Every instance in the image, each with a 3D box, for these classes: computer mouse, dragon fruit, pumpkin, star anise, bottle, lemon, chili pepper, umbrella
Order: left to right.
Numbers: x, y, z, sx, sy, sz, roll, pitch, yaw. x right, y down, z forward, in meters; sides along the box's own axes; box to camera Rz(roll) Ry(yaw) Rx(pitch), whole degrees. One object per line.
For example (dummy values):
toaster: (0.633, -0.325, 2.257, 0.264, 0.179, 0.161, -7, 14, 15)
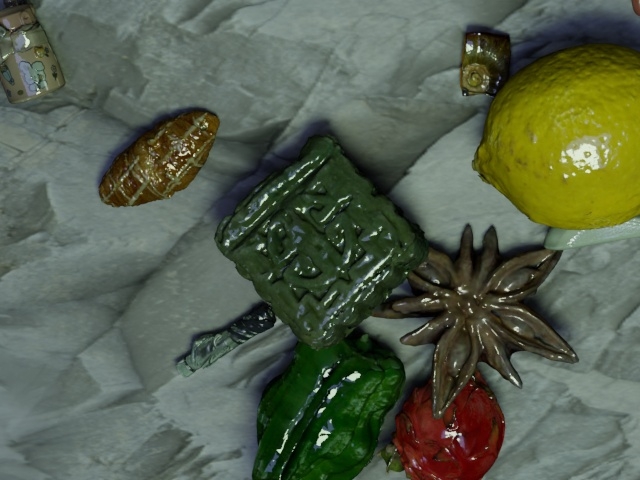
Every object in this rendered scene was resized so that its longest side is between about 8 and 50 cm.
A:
bottle: (-0.445, -0.285, 1.956, 0.099, 0.099, 0.152, -14, 106, 13)
umbrella: (-0.153, 0.157, 2.107, 0.188, 0.046, 0.050, -33, 89, 21)
chili pepper: (-0.020, 0.301, 2.071, 0.213, 0.167, 0.385, 12, 109, -43)
dragon fruit: (0.196, 0.298, 2.040, 0.172, 0.172, 0.209, 36, 111, -6)
star anise: (0.213, 0.103, 1.985, 0.349, 0.109, 0.292, -25, 66, -1)
pumpkin: (0.237, -0.251, 1.905, 0.073, 0.035, 0.101, 3, 108, -5)
lemon: (0.356, -0.140, 1.809, 0.310, 0.253, 0.254, -13, 108, 13)
computer mouse: (0.413, -0.026, 1.932, 0.181, 0.089, 0.056, -9, 102, 9)

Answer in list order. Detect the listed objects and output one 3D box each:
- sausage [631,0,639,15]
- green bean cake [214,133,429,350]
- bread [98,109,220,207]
sausage: (0.428, -0.409, 1.818, 0.029, 0.029, 0.223, -10, 108, 12)
green bean cake: (0.000, 0.000, 1.937, 0.241, 0.132, 0.255, -43, 76, 9)
bread: (-0.247, -0.112, 2.003, 0.233, 0.076, 0.105, -33, 101, 20)
